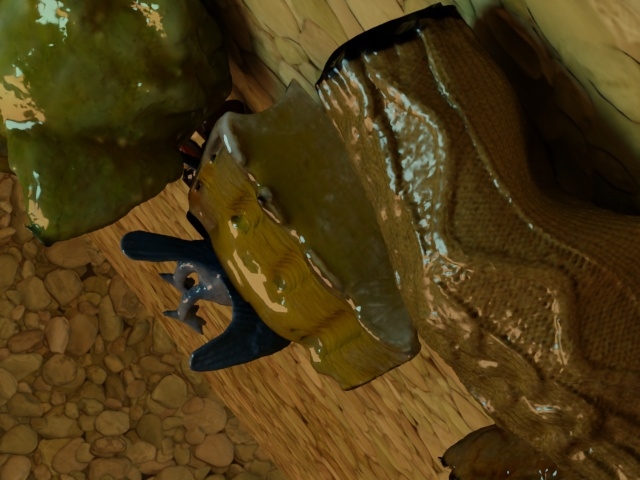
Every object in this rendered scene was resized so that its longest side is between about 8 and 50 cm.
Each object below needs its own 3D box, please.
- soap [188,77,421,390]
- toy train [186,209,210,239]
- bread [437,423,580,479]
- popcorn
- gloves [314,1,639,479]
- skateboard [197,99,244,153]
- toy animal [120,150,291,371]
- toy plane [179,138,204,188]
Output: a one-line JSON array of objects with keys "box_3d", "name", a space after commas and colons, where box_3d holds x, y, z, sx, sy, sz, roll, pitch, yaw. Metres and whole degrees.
[{"box_3d": [0.000, 0.000, 1.391, 0.259, 0.143, 0.281, 49, 168, 0], "name": "soap"}, {"box_3d": [-0.071, 0.042, 1.972, 0.252, 0.048, 0.055, 48, 163, -5], "name": "toy train"}, {"box_3d": [0.211, 0.228, 1.272, 0.129, 0.134, 0.260, 48, -173, -36], "name": "bread"}, {"box_3d": [-0.220, -0.145, 1.459, 0.321, 0.290, 0.325, 49, -157, -41], "name": "popcorn"}, {"box_3d": [0.126, 0.018, 0.966, 0.356, 0.155, 0.203, 48, 171, 5], "name": "gloves"}, {"box_3d": [-0.109, -0.119, 1.658, 0.080, 0.067, 0.151, 61, 172, 8], "name": "skateboard"}, {"box_3d": [-0.083, 0.022, 1.573, 0.255, 0.176, 0.239, 26, -137, -51], "name": "toy animal"}, {"box_3d": [-0.136, -0.074, 1.744, 0.188, 0.062, 0.135, 36, -148, -26], "name": "toy plane"}]
